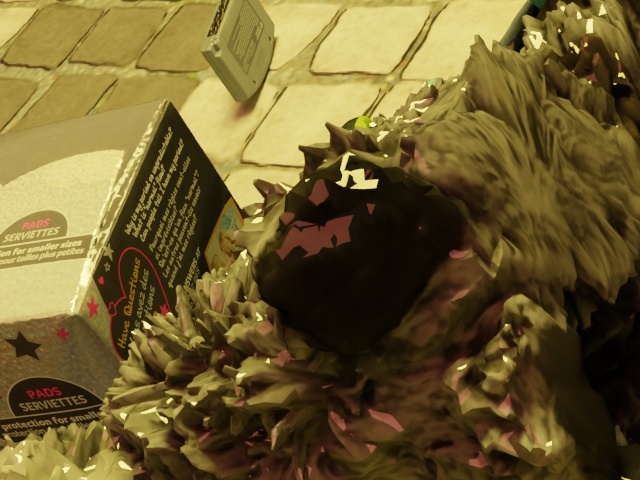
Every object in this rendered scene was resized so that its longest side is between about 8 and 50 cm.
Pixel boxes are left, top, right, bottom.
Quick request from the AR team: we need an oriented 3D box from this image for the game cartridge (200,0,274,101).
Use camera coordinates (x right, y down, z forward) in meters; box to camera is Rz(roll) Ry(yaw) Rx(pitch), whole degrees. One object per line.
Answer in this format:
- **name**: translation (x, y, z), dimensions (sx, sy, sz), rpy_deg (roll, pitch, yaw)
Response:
- **game cartridge**: translation (-0.055, -0.136, 1.011), dimensions (0.017, 0.056, 0.083), rpy_deg (-17, 38, 30)

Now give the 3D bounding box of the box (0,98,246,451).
- **box**: translation (-0.179, 0.039, 0.836), dimensions (0.247, 0.142, 0.163), rpy_deg (-9, 43, 28)

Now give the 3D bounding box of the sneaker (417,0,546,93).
- **sneaker**: translation (0.170, -0.103, 0.763), dimensions (0.283, 0.122, 0.110), rpy_deg (-38, 38, -8)

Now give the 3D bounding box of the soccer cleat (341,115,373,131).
- **soccer cleat**: translation (0.000, 0.000, 0.824), dimensions (0.072, 0.060, 0.179), rpy_deg (-11, 45, 27)

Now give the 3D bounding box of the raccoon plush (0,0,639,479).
- **raccoon plush**: translation (0.021, 0.070, 0.586), dimensions (0.299, 0.216, 0.446), rpy_deg (-30, 4, 31)
